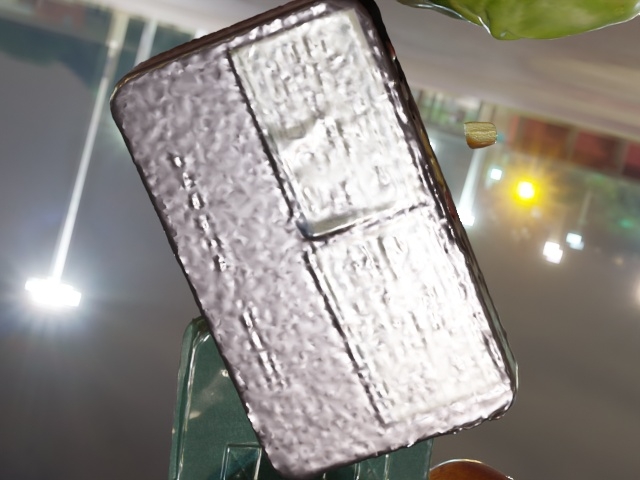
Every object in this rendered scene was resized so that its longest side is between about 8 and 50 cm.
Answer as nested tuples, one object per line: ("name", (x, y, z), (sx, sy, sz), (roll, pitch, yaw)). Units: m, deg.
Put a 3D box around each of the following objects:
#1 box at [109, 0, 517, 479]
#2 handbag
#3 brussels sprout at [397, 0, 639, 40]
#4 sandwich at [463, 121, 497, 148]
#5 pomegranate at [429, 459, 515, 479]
("box", (0.000, 0.000, 1.145), (0.211, 0.350, 0.058), (-19, -167, 11))
("handbag", (-0.017, 0.213, 1.834), (0.326, 0.238, 0.089), (6, -173, -18))
("brussels sprout", (0.178, -0.319, 1.388), (0.328, 0.328, 0.247), (18, -130, 34))
("sandwich", (0.216, -0.142, 2.037), (0.044, 0.031, 0.083), (-8, 175, 10))
("pomegranate", (0.215, 0.502, 2.339), (0.319, 0.319, 0.319), (15, -175, -1))
